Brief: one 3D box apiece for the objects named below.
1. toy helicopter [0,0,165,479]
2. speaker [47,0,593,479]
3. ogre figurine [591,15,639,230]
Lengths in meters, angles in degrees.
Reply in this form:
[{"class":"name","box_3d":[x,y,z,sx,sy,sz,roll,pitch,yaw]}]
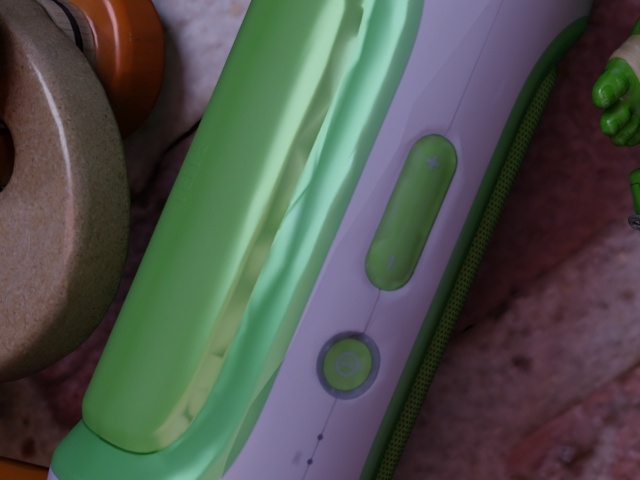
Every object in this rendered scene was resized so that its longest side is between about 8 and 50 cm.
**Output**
[{"class":"toy helicopter","box_3d":[-0.227,0.009,0.654,0.355,0.140,0.234,-8,88,33]},{"class":"speaker","box_3d":[0.000,0.000,0.541,0.131,0.131,0.296,22,89,16]},{"class":"ogre figurine","box_3d":[0.169,-0.096,0.520,0.118,0.097,0.197,6,81,37]}]
